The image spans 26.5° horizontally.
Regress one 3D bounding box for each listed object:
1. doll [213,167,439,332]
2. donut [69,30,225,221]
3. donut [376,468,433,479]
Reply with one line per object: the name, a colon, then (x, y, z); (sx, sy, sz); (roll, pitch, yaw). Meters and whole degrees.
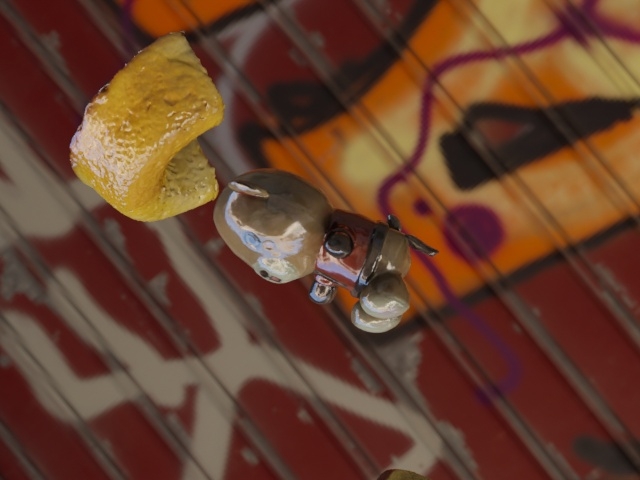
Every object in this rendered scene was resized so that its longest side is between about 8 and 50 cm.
doll: (0.000, 0.000, 2.028); (0.330, 0.174, 0.235); (25, 167, 0)
donut: (-0.189, -0.097, 1.472); (0.101, 0.152, 0.259); (53, 161, 18)
donut: (0.148, 0.401, 1.980); (0.184, 0.073, 0.166); (41, 155, -19)
